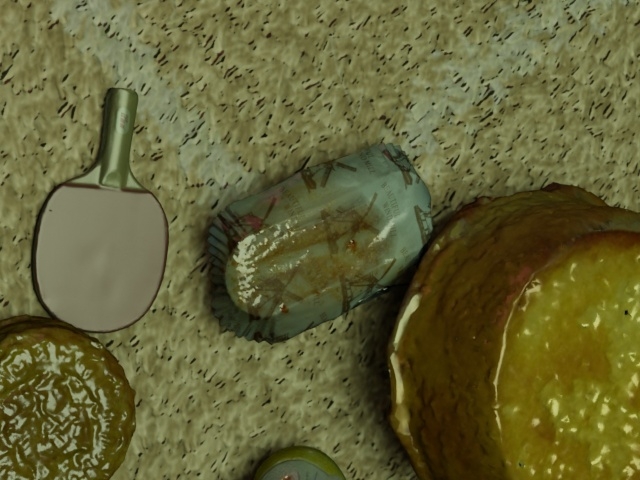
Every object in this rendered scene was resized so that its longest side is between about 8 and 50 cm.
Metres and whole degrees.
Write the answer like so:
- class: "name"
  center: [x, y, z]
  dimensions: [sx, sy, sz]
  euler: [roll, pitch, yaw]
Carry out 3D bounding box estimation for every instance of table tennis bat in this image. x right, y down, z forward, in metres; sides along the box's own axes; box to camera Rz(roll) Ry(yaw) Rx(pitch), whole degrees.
- class: "table tennis bat"
  center: [-0.214, -0.030, 1.575]
  dimensions: [0.138, 0.022, 0.247]
  euler: [9, 89, -24]

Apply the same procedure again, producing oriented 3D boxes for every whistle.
- class: "whistle"
  center: [-0.059, 0.278, 1.601]
  dimensions: [0.223, 0.123, 0.123]
  euler: [-10, 95, -9]

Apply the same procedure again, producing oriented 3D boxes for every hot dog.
- class: "hot dog"
  center: [0.000, 0.000, 1.627]
  dimensions: [0.270, 0.082, 0.163]
  euler: [-24, 109, -21]

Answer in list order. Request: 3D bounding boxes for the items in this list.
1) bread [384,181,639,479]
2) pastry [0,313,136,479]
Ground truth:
- class: "bread"
  center: [0.253, 0.126, 1.665]
  dimensions: [0.398, 0.215, 0.398]
  euler: [-3, 96, -32]
- class: "pastry"
  center: [-0.274, 0.167, 1.502]
  dimensions: [0.188, 0.103, 0.189]
  euler: [0, 90, -26]
